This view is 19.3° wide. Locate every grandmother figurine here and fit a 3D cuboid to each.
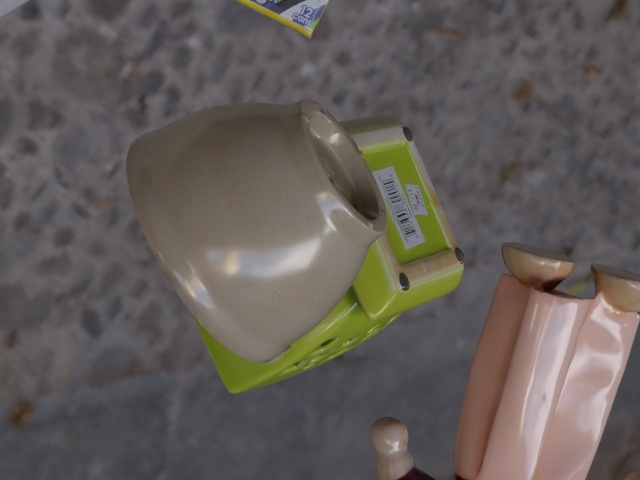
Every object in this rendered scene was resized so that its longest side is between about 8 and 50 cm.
[{"bbox_3d":[0.132,0.177,1.352,0.104,0.207,0.342,-6,110,-74],"label":"grandmother figurine"}]

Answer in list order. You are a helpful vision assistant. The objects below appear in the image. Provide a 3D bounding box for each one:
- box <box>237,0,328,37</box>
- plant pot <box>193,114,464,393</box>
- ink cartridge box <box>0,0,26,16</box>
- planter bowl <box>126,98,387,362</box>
[{"bbox_3d":[-0.068,-0.153,0.816,0.169,0.054,0.059,25,100,-14],"label":"box"},{"bbox_3d":[0.000,0.000,1.874,0.207,0.228,0.227,-24,176,29],"label":"plant pot"},{"bbox_3d":[-0.205,-0.283,1.028,0.197,0.270,0.198,-43,-179,39],"label":"ink cartridge box"},{"bbox_3d":[-0.028,-0.021,1.163,0.109,0.162,0.162,-31,147,17],"label":"planter bowl"}]
